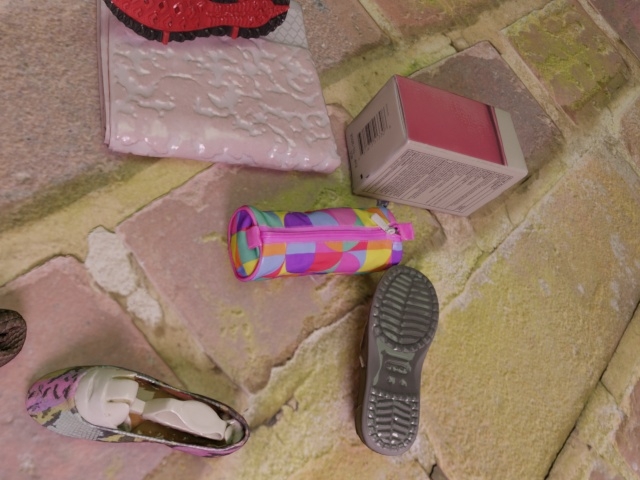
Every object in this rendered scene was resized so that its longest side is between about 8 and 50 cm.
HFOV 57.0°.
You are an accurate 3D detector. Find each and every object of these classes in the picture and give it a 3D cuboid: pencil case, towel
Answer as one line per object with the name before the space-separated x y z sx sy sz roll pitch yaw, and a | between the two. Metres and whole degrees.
pencil case | 0.000 0.000 0.767 0.237 0.104 0.104 -4 68 -31
towel | -0.144 -0.248 0.847 0.332 0.053 0.316 2 64 -30

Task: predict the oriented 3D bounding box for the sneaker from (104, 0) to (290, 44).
sneaker | -0.178 -0.339 0.802 0.262 0.104 0.125 -8 51 -37

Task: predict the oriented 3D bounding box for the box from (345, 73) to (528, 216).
box | 0.177 -0.140 0.921 0.233 0.149 0.126 9 60 -28

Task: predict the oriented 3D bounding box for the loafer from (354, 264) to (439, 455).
loafer | 0.084 0.146 0.750 0.095 0.087 0.251 23 59 -8

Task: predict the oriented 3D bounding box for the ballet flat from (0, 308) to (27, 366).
ballet flat | -0.366 0.130 0.494 0.250 0.058 0.084 -34 90 -42

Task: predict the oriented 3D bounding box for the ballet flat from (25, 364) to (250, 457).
ballet flat | -0.171 0.167 0.586 0.222 0.079 0.076 21 57 -20
